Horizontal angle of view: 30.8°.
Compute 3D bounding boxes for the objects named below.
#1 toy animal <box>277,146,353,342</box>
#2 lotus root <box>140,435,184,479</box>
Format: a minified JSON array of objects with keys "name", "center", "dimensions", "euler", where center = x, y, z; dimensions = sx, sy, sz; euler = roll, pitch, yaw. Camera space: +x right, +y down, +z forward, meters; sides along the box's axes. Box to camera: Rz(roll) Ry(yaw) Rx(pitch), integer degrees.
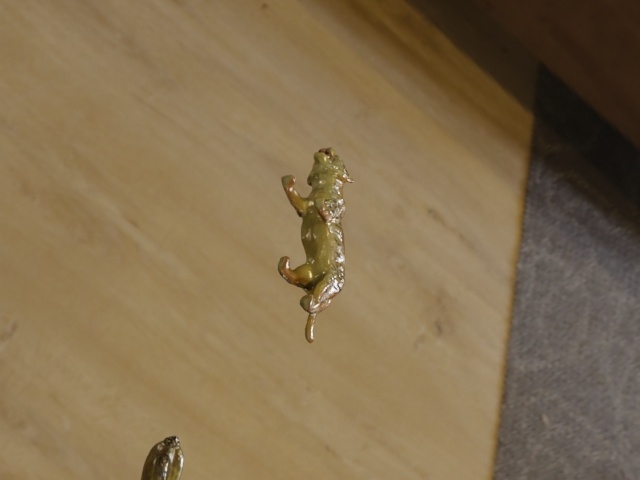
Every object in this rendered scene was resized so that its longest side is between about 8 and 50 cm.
[{"name":"toy animal","center":[0.000,0.000,1.310],"dimensions":[0.099,0.056,0.241],"euler":[27,59,-58]},{"name":"lotus root","center":[-0.214,0.308,1.577],"dimensions":[0.054,0.049,0.099],"euler":[12,96,-38]}]
